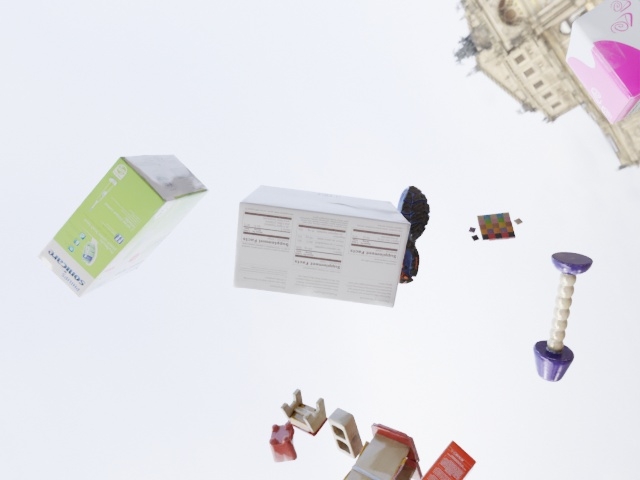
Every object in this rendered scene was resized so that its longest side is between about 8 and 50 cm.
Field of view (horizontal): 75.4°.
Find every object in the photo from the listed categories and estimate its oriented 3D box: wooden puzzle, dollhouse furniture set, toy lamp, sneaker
[{"bbox_3d":[0.277,-0.022,0.657,0.006,0.083,0.049,69,-161,-53],"label":"wooden puzzle"},{"bbox_3d":[0.033,0.532,0.995,0.201,0.374,0.152,-37,-60,-42],"label":"dollhouse furniture set"},{"bbox_3d":[0.483,0.161,0.839,0.080,0.080,0.274,-21,-64,-44],"label":"toy lamp"},{"bbox_3d":[0.181,-0.016,0.938,0.083,0.087,0.221,8,-82,-28],"label":"sneaker"}]

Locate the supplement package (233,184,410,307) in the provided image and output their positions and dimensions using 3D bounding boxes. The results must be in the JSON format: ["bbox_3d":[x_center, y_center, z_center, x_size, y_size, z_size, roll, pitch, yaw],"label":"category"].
[{"bbox_3d":[0.000,0.000,0.734,0.262,0.145,0.204,8,-165,0],"label":"supplement package"}]

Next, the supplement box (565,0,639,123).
[{"bbox_3d":[0.410,-0.246,0.451,0.114,0.220,0.111,3,-120,-65],"label":"supplement box"}]

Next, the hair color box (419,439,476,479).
[{"bbox_3d":[0.162,0.362,0.594,0.141,0.043,0.072,-41,-36,-16],"label":"hair color box"}]

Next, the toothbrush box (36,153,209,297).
[{"bbox_3d":[-0.402,-0.041,0.872,0.122,0.283,0.206,47,-166,-4],"label":"toothbrush box"}]
